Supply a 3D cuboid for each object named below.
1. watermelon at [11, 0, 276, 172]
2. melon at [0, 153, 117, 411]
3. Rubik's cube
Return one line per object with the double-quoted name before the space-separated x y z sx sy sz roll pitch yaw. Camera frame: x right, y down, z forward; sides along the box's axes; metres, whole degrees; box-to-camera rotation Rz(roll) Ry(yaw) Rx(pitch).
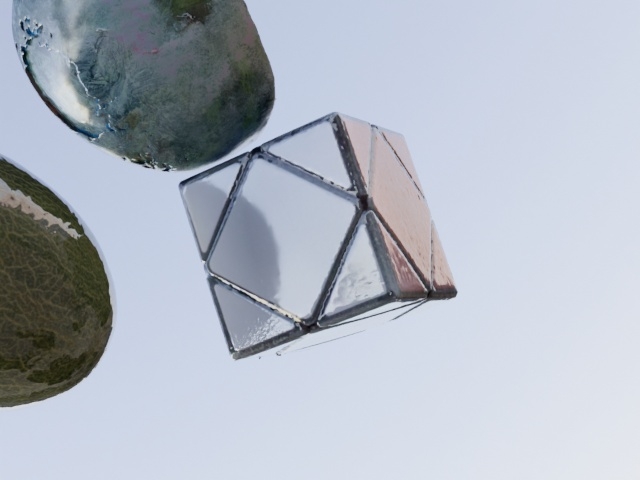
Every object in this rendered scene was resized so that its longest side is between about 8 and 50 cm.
"watermelon" -0.176 -0.205 1.247 0.188 0.322 0.175 -47 13 -32
"melon" -0.332 0.037 1.155 0.237 0.237 0.301 -48 -56 5
"Rubik's cube" 0.000 0.000 1.343 0.205 0.207 0.205 -21 -9 22
